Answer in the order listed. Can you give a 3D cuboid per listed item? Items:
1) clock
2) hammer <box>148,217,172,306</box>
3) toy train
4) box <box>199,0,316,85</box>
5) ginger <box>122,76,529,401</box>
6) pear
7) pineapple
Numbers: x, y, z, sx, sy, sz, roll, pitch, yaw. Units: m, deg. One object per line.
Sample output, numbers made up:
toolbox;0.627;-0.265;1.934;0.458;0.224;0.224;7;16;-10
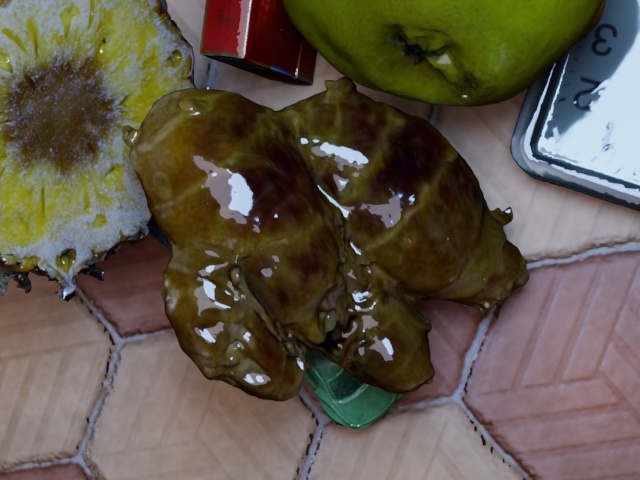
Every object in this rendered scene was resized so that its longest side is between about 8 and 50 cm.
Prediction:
clock;0.334;-0.154;1.231;0.273;0.049;0.278;20;95;17
hammer;-0.144;0.000;1.373;0.194;0.069;0.116;39;100;22
toy train;0.009;0.106;1.310;0.099;0.081;0.149;-42;77;11
box;-0.048;-0.208;1.283;0.048;0.175;0.112;8;92;20
ginger;0.010;-0.003;1.218;0.358;0.152;0.274;-1;70;-24
pear;0.100;-0.287;1.197;0.287;0.287;0.375;-7;63;17
pineapple;-0.305;-0.132;1.267;0.300;0.352;0.352;16;94;38
